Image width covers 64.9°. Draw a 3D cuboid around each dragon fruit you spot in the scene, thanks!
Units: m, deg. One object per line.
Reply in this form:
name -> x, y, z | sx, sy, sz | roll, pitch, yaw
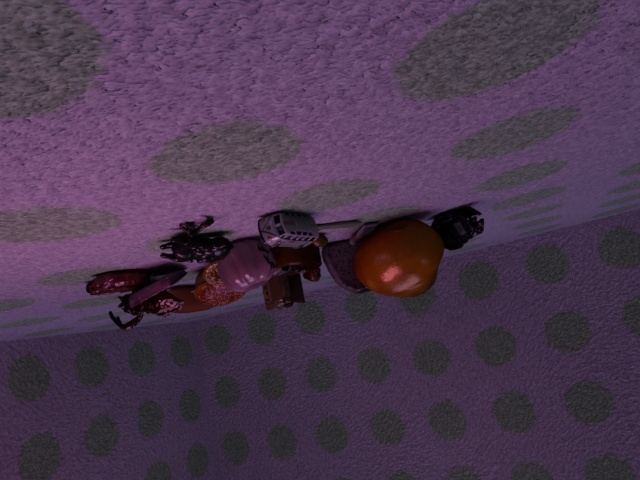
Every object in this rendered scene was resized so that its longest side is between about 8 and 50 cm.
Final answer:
dragon fruit -> 0.159, 0.103, 2.017 | 0.283, 0.221, 0.204 | -14, 164, -6

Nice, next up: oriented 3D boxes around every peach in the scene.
peach -> 0.269, 0.064, 1.782 | 0.308, 0.288, 0.289 | 12, 174, 10

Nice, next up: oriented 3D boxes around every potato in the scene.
potato -> 0.000, 0.000, 1.728 | 0.047, 0.045, 0.092 | -14, 173, 21

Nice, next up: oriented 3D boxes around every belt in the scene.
belt -> -0.092, 0.061, 1.792 | 0.184, 0.105, 0.261 | -11, 171, 2

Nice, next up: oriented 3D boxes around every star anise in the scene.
star anise -> -0.692, 0.248, 1.947 | 0.347, 0.148, 0.237 | -21, -166, 19

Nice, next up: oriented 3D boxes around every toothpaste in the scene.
toothpaste -> 0.150, -0.027, 1.798 | 0.056, 0.036, 0.205 | -9, 166, -17

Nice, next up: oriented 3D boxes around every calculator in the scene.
calculator -> -0.559, 0.156, 1.741 | 0.194, 0.043, 0.294 | -29, -174, -3

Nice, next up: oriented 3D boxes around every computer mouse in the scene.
computer mouse -> 0.497, -0.052, 1.834 | 0.077, 0.146, 0.242 | -40, -172, -38

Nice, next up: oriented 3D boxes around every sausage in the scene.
sausage -> -0.583, 0.269, 2.314 | 0.121, 0.121, 0.304 | -17, 171, 24

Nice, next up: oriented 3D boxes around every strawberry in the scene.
strawberry -> -0.042, 0.170, 2.528 | 0.097, 0.083, 0.083 | -13, 170, 19

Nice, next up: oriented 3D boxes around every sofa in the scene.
sofa -> -0.143, 0.202, 2.245 | 0.182, 0.199, 0.258 | -12, 169, 11

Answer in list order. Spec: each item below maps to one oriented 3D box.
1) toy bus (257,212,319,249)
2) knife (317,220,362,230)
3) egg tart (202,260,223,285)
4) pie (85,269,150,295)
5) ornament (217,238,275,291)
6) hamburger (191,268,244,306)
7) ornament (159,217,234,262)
toy bus -> -0.083, -0.029, 1.372 | 0.089, 0.087, 0.194 | -26, 164, 29
knife -> 0.003, -0.041, 1.585 | 0.293, 0.019, 0.043 | -7, 170, -26
egg tart -> -0.359, 0.109, 1.799 | 0.130, 0.052, 0.130 | -14, 135, -15
pie -> -0.680, 0.145, 1.696 | 0.205, 0.054, 0.219 | -7, 169, -23
ornament -> -0.235, 0.072, 1.580 | 0.178, 0.177, 0.177 | -12, 170, -2
hamburger -> -0.378, 0.172, 1.944 | 0.237, 0.147, 0.237 | -14, 168, -3
ornament -> -0.293, 0.005, 1.310 | 0.202, 0.080, 0.236 | -2, 166, -30
